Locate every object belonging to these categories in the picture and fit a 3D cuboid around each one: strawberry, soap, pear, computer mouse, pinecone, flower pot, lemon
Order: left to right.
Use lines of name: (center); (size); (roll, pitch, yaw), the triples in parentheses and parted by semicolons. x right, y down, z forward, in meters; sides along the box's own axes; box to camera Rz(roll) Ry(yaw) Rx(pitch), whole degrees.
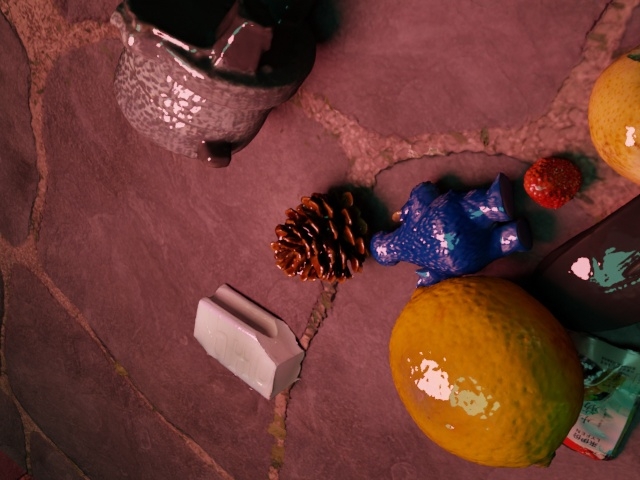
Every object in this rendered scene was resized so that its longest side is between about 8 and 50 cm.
flower pot: (-0.162, -0.281, 0.889); (0.299, 0.299, 0.283); (49, 136, 4)
soap: (-0.148, 0.214, 1.286); (0.230, 0.091, 0.145); (30, 128, 21)
pinecone: (0.000, 0.000, 1.015); (0.173, 0.173, 0.173); (17, 123, 28)
lemon: (0.224, 0.174, 0.853); (0.267, 0.267, 0.267); (17, 123, 28)
strawberry: (0.298, -0.073, 0.813); (0.073, 0.083, 0.073); (22, 125, 36)
computer mouse: (0.386, 0.042, 0.808); (0.137, 0.086, 0.269); (50, 131, 3)
pear: (0.376, -0.136, 0.664); (0.178, 0.178, 0.178); (17, 123, 28)

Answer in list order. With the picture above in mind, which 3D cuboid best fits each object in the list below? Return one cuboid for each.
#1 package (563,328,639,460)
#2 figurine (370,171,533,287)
package: (0.392, 0.235, 0.939); (0.166, 0.040, 0.232); (23, 126, 22)
figurine: (0.174, -0.004, 0.913); (0.262, 0.121, 0.164); (-31, 97, 44)
